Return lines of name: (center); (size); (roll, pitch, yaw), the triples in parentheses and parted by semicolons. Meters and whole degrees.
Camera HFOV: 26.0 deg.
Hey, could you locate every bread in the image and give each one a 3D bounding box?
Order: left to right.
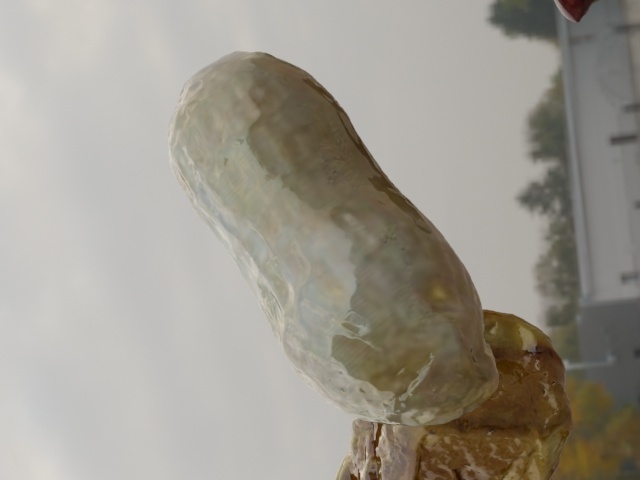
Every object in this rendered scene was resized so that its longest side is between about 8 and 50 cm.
bread: (0.113, 0.221, 1.311); (0.148, 0.195, 0.344); (-95, 13, -50)

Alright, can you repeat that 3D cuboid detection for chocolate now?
chocolate: (0.000, 0.000, 0.909); (0.309, 0.134, 0.134); (52, 176, 27)

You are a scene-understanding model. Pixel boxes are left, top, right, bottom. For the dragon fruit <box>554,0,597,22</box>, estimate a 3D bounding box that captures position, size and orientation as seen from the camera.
dragon fruit: (0.303, -0.454, 1.453); (0.302, 0.240, 0.330); (-80, -26, -45)
